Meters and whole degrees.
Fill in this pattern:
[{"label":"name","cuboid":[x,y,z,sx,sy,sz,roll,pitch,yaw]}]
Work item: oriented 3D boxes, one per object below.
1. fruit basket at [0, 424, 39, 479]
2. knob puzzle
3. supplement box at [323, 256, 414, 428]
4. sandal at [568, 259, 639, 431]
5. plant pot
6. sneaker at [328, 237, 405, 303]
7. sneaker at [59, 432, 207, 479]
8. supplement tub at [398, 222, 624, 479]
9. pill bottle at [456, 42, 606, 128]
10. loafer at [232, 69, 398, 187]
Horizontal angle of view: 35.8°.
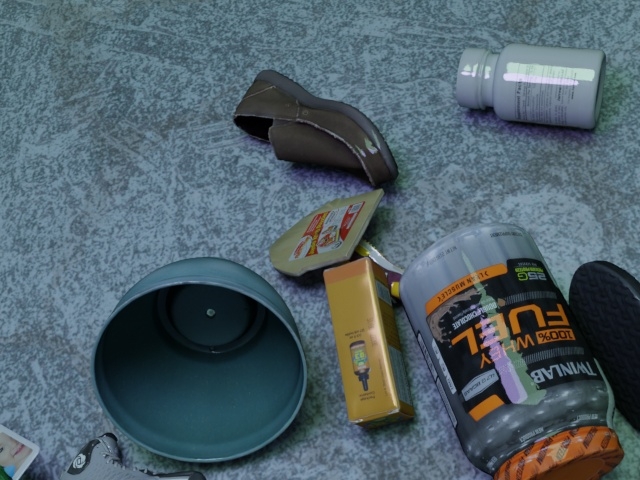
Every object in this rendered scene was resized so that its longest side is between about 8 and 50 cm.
[{"label":"fruit basket","cuboid":[-0.617,0.363,1.426,0.353,0.165,0.327,22,63,31]},{"label":"knob puzzle","cuboid":[0.000,0.000,1.583,0.213,0.030,0.213,-27,26,15]},{"label":"supplement box","cuboid":[0.069,0.148,1.422,0.078,0.080,0.233,-18,64,18]},{"label":"sandal","cuboid":[0.488,0.203,1.288,0.107,0.167,0.445,-17,56,-31]},{"label":"plant pot","cuboid":[-0.164,0.141,1.423,0.293,0.293,0.196,-12,26,6]},{"label":"sneaker","cuboid":[0.091,0.073,1.521,0.084,0.069,0.185,-45,50,-8]},{"label":"sneaker","cuboid":[-0.276,0.327,1.414,0.229,0.086,0.132,-14,50,5]},{"label":"supplement tub","cuboid":[0.251,0.162,1.311,0.207,0.207,0.338,-21,59,-1]},{"label":"pill bottle","cuboid":[0.350,-0.261,1.651,0.229,0.131,0.131,9,58,20]},{"label":"loafer","cuboid":[-0.016,-0.168,1.690,0.130,0.134,0.366,-46,47,-14]}]
